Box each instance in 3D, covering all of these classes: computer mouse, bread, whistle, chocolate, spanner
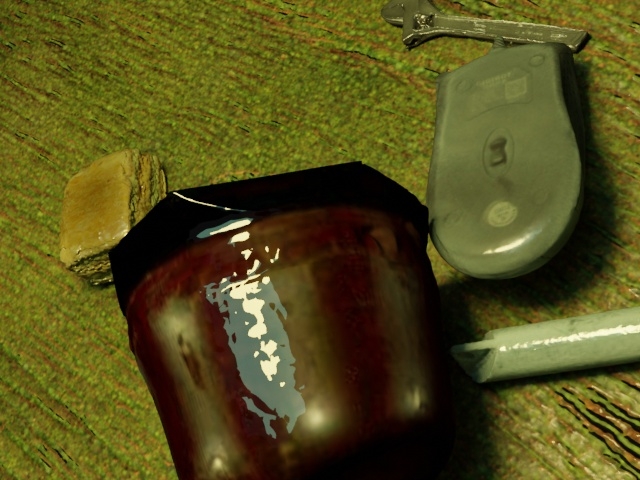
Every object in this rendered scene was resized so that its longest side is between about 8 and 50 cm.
[{"bbox_3d":[0.227,-0.096,1.347,0.188,0.122,0.371,-13,52,24],"label":"computer mouse"},{"bbox_3d":[-0.309,-0.042,1.679,0.138,0.102,0.196,-16,55,22],"label":"bread"},{"bbox_3d":[0.293,0.110,1.227,0.312,0.062,0.062,-12,59,27],"label":"whistle"},{"bbox_3d":[-0.026,0.157,1.212,0.383,0.383,0.331,-27,52,18],"label":"chocolate"},{"bbox_3d":[0.214,-0.290,1.528,0.325,0.026,0.093,16,73,36],"label":"spanner"}]

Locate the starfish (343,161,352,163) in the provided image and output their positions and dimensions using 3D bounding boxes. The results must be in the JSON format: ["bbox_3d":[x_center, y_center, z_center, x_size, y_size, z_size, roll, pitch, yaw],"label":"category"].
[{"bbox_3d":[0.000,0.001,1.490,0.240,0.043,0.227,32,87,37],"label":"starfish"}]
